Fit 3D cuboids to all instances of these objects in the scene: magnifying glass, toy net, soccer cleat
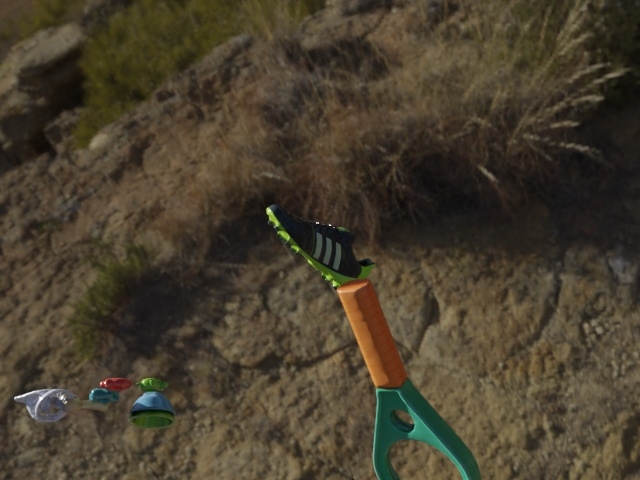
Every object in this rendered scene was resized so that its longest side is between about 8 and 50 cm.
[{"bbox_3d":[0.066,0.137,0.726,0.092,0.230,0.026,-8,20,37],"label":"magnifying glass"},{"bbox_3d":[-0.328,0.237,1.278,0.232,0.122,0.045,-2,65,-1],"label":"toy net"},{"bbox_3d":[0.000,0.000,1.190,0.072,0.179,0.060,-48,28,-3],"label":"soccer cleat"}]
